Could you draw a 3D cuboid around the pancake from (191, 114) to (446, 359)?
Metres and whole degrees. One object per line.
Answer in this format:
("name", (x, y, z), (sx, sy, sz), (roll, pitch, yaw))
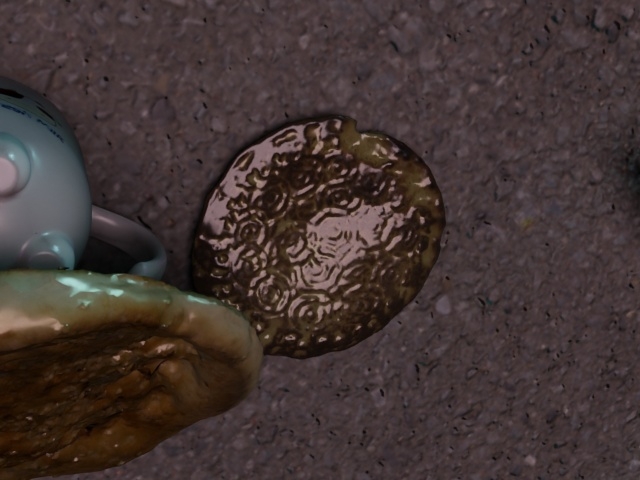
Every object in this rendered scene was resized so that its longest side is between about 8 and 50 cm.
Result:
("pancake", (0.000, 0.000, 0.658), (0.199, 0.021, 0.199), (-6, 110, -17))

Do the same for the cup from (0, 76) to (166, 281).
("cup", (-0.190, -0.006, 0.524), (0.134, 0.142, 0.173), (-38, 117, -4))

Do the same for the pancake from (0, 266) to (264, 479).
("pancake", (-0.167, 0.096, 0.532), (0.282, 0.049, 0.282), (-16, 153, -9))
